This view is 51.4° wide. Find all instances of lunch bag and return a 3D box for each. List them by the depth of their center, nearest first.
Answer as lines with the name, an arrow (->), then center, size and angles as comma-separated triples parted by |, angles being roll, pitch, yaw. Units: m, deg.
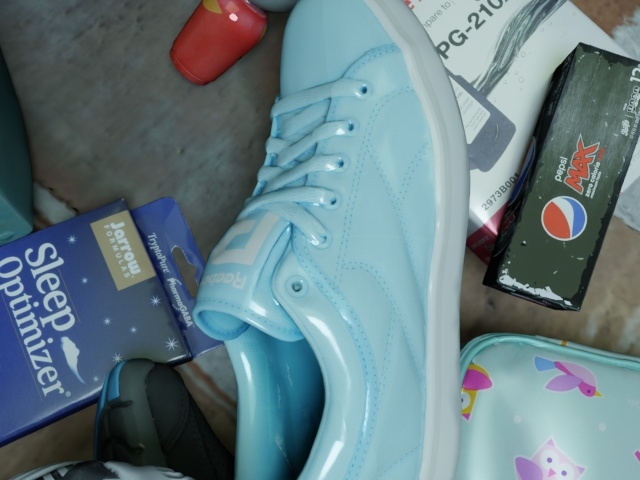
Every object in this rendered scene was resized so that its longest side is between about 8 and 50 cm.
lunch bag -> 0.199, 0.195, 0.465 | 0.279, 0.108, 0.224 | 14, 72, -3

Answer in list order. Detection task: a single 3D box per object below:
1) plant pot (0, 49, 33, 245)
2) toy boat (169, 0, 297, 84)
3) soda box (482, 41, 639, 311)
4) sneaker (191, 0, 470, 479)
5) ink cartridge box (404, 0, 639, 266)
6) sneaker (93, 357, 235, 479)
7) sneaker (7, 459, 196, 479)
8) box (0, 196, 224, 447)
plant pot -> -0.302, -0.100, 0.457 | 0.166, 0.165, 0.234 | -26, 78, -14
toy boat -> -0.148, -0.278, 0.514 | 0.318, 0.148, 0.267 | 45, 29, -11
soda box -> 0.166, -0.040, 0.447 | 0.060, 0.053, 0.168 | 20, 86, 5
sneaker -> 0.000, 0.000, 0.398 | 0.150, 0.135, 0.365 | 4, 77, -45
ink cartridge box -> 0.133, -0.109, 0.533 | 0.172, 0.100, 0.237 | -44, 83, -2
sneaker -> -0.040, 0.226, 0.438 | 0.140, 0.125, 0.340 | -21, 79, -34
sneaker -> -0.189, 0.233, 0.280 | 0.366, 0.210, 0.137 | -24, 106, 21
box -> -0.191, 0.058, 0.496 | 0.225, 0.036, 0.136 | -24, 78, -14
